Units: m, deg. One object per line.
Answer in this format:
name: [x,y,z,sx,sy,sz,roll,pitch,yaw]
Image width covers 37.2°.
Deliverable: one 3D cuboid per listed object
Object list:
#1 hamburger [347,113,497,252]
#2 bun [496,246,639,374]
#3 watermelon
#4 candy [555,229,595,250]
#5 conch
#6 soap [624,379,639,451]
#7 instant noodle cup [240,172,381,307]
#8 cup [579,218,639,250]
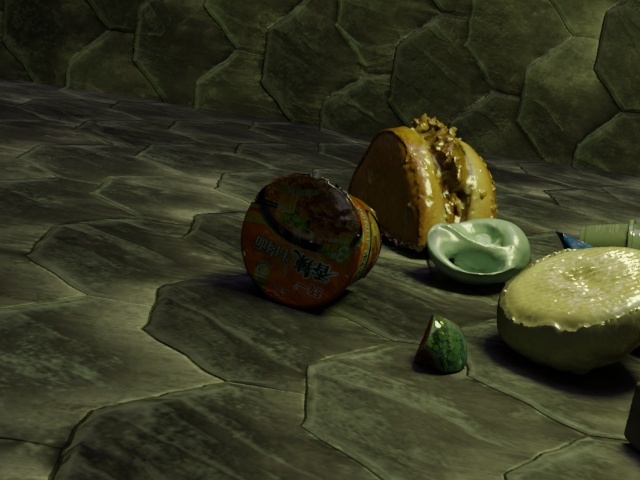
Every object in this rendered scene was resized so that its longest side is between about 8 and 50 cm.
hamburger: [0.253,-0.143,2.220,0.268,0.287,0.445,6,17,-20]
bun: [0.439,0.120,1.565,0.287,0.146,0.287,-16,25,8]
watermelon: [0.188,0.164,1.471,0.092,0.085,0.072,42,-21,-20]
candy: [0.555,0.091,1.777,0.077,0.187,0.331,-31,26,-4]
conch: [0.315,0.029,1.918,0.221,0.121,0.185,-2,21,-13]
soap: [0.593,0.272,1.216,0.296,0.107,0.285,5,16,-19]
instant noodle cup: [0.000,0.000,1.690,0.230,0.230,0.182,16,6,23]
cup: [0.686,0.006,2.252,0.141,0.120,0.120,4,13,19]
